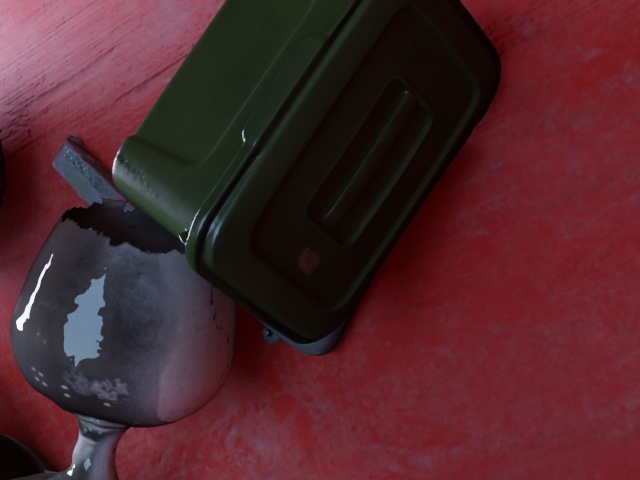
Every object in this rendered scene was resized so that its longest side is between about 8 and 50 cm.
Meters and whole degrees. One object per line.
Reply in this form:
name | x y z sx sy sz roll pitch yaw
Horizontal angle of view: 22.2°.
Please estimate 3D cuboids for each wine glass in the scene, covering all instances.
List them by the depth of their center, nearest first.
wine glass | -0.206 0.134 1.645 0.238 0.238 0.323 24 104 34

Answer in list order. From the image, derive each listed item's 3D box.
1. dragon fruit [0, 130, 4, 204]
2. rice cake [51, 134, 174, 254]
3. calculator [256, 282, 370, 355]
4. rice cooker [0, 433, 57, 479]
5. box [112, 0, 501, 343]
dragon fruit | -0.515 -0.079 1.837 0.302 0.295 0.295 0 90 33
rice cake | -0.227 -0.042 1.783 0.211 0.034 0.043 42 111 29
calculator | 0.000 0.000 1.611 0.141 0.045 0.246 40 113 30
rice cooker | -0.454 0.347 1.772 0.335 0.325 0.335 -11 69 31
box | -0.017 -0.101 1.448 0.178 0.253 0.328 29 83 34
